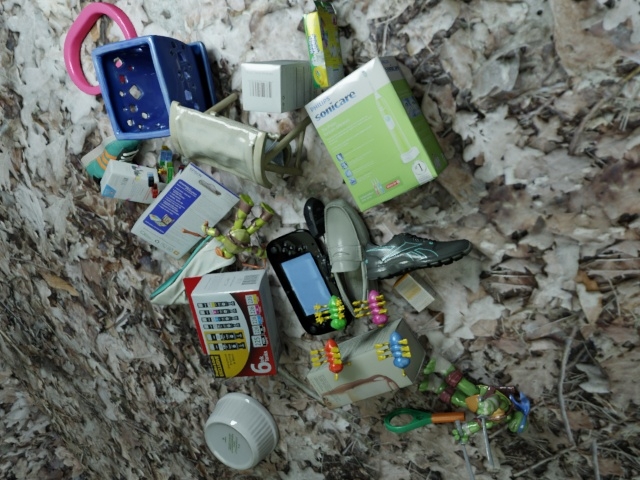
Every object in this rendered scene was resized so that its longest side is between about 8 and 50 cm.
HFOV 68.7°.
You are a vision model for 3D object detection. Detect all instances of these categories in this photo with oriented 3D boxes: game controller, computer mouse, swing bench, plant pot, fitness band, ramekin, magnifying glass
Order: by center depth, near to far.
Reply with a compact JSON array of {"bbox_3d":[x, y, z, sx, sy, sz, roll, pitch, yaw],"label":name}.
[{"bbox_3d":[-0.195,-0.246,1.162,0.253,0.254,0.165,23,120,17],"label":"swing bench"},{"bbox_3d":[-0.412,-0.400,1.228,0.236,0.212,0.236,3,112,31],"label":"plant pot"},{"bbox_3d":[0.000,0.000,1.273,0.041,0.071,0.242,-6,103,35],"label":"computer mouse"},{"bbox_3d":[0.297,0.514,1.346,0.231,0.092,0.026,-14,102,20],"label":"magnifying glass"},{"bbox_3d":[-0.031,0.123,1.349,0.166,0.067,0.319,-19,102,32],"label":"game controller"},{"bbox_3d":[-0.656,-0.560,1.386,0.290,0.054,0.209,-29,96,32],"label":"fitness band"},{"bbox_3d":[-0.297,0.701,1.697,0.272,0.127,0.273,11,115,24],"label":"ramekin"}]

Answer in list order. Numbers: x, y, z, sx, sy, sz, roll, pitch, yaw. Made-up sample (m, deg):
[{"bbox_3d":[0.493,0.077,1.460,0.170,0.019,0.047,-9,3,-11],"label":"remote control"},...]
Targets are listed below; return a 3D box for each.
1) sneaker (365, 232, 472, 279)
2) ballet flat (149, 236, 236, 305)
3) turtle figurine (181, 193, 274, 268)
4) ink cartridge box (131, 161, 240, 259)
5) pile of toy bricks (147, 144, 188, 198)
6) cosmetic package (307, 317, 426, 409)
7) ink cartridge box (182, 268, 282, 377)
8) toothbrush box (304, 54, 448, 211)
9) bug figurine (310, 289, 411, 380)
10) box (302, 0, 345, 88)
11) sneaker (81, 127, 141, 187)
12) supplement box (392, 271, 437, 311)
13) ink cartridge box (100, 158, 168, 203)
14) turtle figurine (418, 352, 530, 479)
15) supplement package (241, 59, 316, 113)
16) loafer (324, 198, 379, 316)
[{"bbox_3d":[0.232,0.025,1.152,0.267,0.101,0.106,-14,76,17],"label":"sneaker"},{"bbox_3d":[-0.415,0.131,1.521,0.400,0.139,0.139,-39,90,30],"label":"ballet flat"},{"bbox_3d":[-0.243,-0.023,1.339,0.269,0.087,0.217,27,113,-18],"label":"turtle figurine"},{"bbox_3d":[-0.405,-0.089,1.411,0.175,0.069,0.371,36,129,-24],"label":"ink cartridge box"},{"bbox_3d":[-0.461,-0.228,1.413,0.105,0.118,0.212,66,146,36],"label":"pile of toy bricks"},{"bbox_3d":[0.127,0.350,1.316,0.296,0.153,0.129,-31,95,35],"label":"cosmetic package"},{"bbox_3d":[-0.280,0.261,1.437,0.271,0.130,0.310,-6,114,7],"label":"ink cartridge box"},{"bbox_3d":[0.131,-0.242,1.077,0.206,0.122,0.283,-26,99,33],"label":"toothbrush box"},{"bbox_3d":[0.101,0.238,1.179,0.279,0.072,0.216,-14,85,33],"label":"bug figurine"},{"bbox_3d":[0.008,-0.444,1.063,0.043,0.105,0.179,2,111,26],"label":"box"},{"bbox_3d":[-0.639,-0.258,1.481,0.302,0.108,0.121,-18,104,39],"label":"sneaker"},{"bbox_3d":[0.248,0.130,1.226,0.098,0.036,0.062,45,123,4],"label":"supplement box"},{"bbox_3d":[-0.580,-0.179,1.471,0.104,0.181,0.062,-47,50,34],"label":"ink cartridge box"},{"bbox_3d":[0.362,0.437,1.183,0.266,0.198,0.275,33,81,31],"label":"turtle figurine"},{"bbox_3d":[-0.092,-0.367,1.102,0.105,0.179,0.105,11,116,23],"label":"supplement package"},{"bbox_3d":[0.077,0.049,1.234,0.112,0.111,0.320,-12,105,31],"label":"loafer"}]
